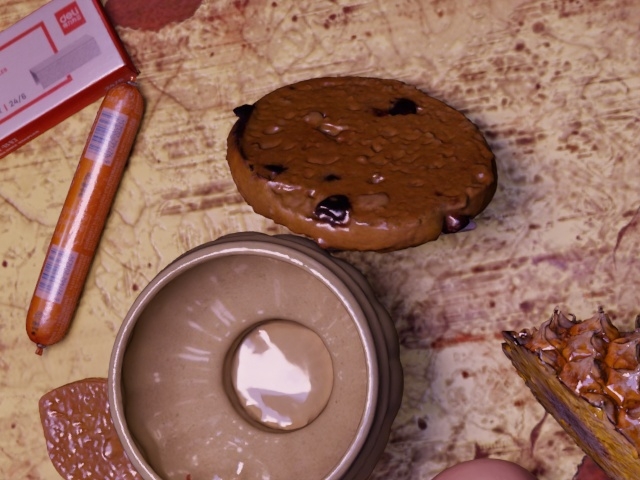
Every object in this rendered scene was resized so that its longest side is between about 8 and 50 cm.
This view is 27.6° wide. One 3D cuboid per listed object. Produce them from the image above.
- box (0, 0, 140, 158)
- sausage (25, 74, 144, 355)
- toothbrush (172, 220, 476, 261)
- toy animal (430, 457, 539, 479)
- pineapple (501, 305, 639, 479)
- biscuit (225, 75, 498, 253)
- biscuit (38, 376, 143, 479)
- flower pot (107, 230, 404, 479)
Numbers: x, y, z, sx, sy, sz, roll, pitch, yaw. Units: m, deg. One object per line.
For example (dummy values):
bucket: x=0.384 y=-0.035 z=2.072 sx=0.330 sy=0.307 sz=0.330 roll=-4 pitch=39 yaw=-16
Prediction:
box: x=-0.345 y=-0.198 z=1.564 sx=0.229 sy=0.050 sz=0.123 roll=-29 pitch=79 yaw=8
sausage: x=-0.279 y=-0.030 z=1.534 sx=0.053 sy=0.053 sz=0.347 roll=19 pitch=89 yaw=13
toothbrush: x=0.000 y=0.000 z=1.484 sx=0.354 sy=0.024 sz=0.029 roll=-9 pitch=78 yaw=11
toy animal: x=0.121 y=0.377 z=1.337 sx=0.269 sy=0.237 sz=0.326 roll=15 pitch=84 yaw=4
pineapple: x=0.365 y=0.104 z=1.313 sx=0.272 sy=0.262 sz=0.262 roll=-42 pitch=78 yaw=-7
biscuit: x=0.043 y=-0.080 z=1.383 sx=0.296 sy=0.296 sz=0.075 roll=15 pitch=130 yaw=13
biscuit: x=-0.235 y=0.239 z=1.513 sx=0.221 sy=0.029 sz=0.142 roll=33 pitch=94 yaw=14
flower pot: x=-0.050 y=0.147 z=1.372 sx=0.308 sy=0.244 sz=0.307 roll=-1 pitch=87 yaw=13
